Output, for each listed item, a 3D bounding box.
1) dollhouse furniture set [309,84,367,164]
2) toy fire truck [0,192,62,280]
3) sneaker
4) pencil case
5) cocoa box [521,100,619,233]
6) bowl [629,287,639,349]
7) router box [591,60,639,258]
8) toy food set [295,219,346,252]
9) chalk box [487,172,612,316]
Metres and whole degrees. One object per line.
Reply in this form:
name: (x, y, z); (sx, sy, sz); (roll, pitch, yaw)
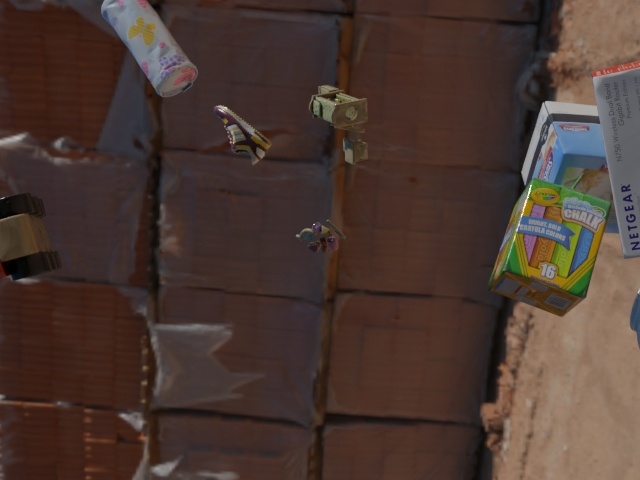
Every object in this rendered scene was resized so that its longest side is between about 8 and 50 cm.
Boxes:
dollhouse furniture set: (0.025, -0.285, 2.004); (0.182, 0.101, 0.160); (33, 132, 52)
toy fire truck: (-0.532, 0.003, 1.186); (0.217, 0.247, 0.158); (180, 74, -77)
sneaker: (-0.217, -0.272, 2.068); (0.084, 0.185, 0.069); (-53, -16, 3)
pencil case: (-0.404, -0.470, 1.905); (0.273, 0.114, 0.124); (54, 177, 11)
cocoa box: (0.696, -0.170, 1.941); (0.227, 0.347, 0.231); (-89, 5, -48)
bowl: (0.814, 0.167, 1.877); (0.298, 0.134, 0.297); (-27, -52, -42)
router box: (0.645, -0.155, 1.372); (0.082, 0.301, 0.335); (-50, -54, -65)
toy food set: (0.000, 0.000, 1.728); (0.122, 0.078, 0.019); (-32, 18, 53)
chalk box: (0.499, -0.013, 1.738); (0.180, 0.179, 0.288); (88, -158, -71)
